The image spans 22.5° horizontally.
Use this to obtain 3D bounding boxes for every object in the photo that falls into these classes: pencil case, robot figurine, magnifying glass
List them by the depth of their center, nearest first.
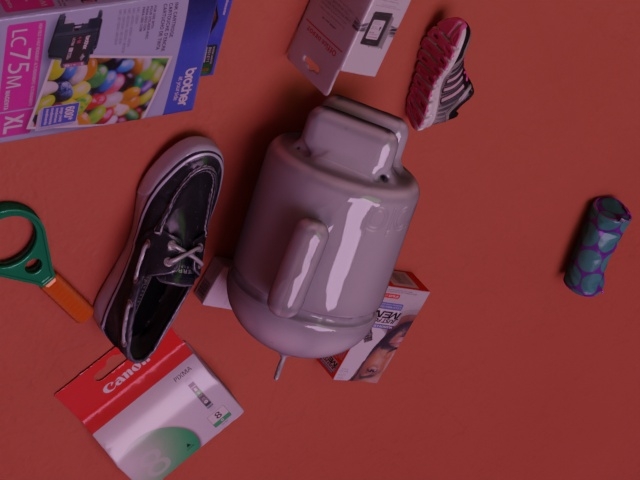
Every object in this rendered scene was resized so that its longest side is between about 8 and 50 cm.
[{"bbox_3d":[-0.345,0.032,1.947,0.092,0.026,0.231,-40,136,-2],"label":"magnifying glass"},{"bbox_3d":[0.000,0.000,2.026,0.300,0.199,0.354,-42,152,-67],"label":"robot figurine"},{"bbox_3d":[0.428,0.011,2.474,0.070,0.064,0.152,10,121,-13],"label":"pencil case"}]

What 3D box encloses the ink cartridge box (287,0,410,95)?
[{"bbox_3d":[0.039,-0.270,1.920,0.060,0.104,0.180,4,122,-40],"label":"ink cartridge box"}]

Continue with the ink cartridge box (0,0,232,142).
[{"bbox_3d":[-0.229,-0.211,1.778,0.311,0.065,0.186,-15,143,-30],"label":"ink cartridge box"}]

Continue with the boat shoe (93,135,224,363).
[{"bbox_3d":[-0.188,0.017,1.989,0.108,0.102,0.301,10,118,-41],"label":"boat shoe"}]

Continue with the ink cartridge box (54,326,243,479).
[{"bbox_3d":[-0.227,0.222,2.172,0.181,0.056,0.225,-39,140,-4],"label":"ink cartridge box"}]

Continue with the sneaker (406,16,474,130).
[{"bbox_3d":[0.168,-0.219,2.091,0.074,0.063,0.170,-9,134,-31],"label":"sneaker"}]

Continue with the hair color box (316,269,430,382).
[{"bbox_3d":[0.076,0.123,2.314,0.093,0.053,0.167,8,120,-42],"label":"hair color box"}]

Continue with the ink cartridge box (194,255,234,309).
[{"bbox_3d":[-0.107,0.061,2.143,0.115,0.029,0.063,13,115,-43],"label":"ink cartridge box"}]
